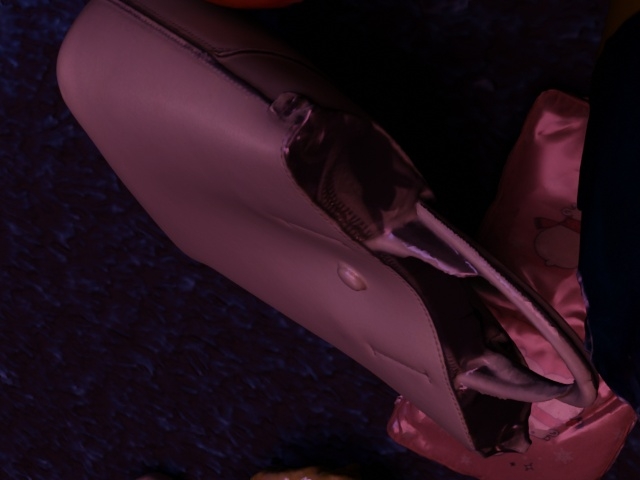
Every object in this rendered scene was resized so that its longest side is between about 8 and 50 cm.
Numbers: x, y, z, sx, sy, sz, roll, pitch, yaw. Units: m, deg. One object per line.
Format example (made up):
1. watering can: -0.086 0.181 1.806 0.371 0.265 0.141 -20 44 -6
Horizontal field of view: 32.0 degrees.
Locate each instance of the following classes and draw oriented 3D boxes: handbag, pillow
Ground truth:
1. handbag: 0.000 0.000 0.523 0.109 0.315 0.241 -40 133 -5
2. pillow: 0.139 0.042 0.647 0.135 0.049 0.248 24 118 8

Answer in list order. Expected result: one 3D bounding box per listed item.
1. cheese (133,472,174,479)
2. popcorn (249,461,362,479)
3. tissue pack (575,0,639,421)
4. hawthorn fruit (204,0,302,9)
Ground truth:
1. cheese: -0.104 0.267 0.856 0.043 0.065 0.194 20 137 64
2. popcorn: -0.012 0.213 0.755 0.145 0.126 0.126 -28 92 12
3. tissue pack: 0.251 -0.147 0.362 0.253 0.264 0.417 13 121 4
4. hawthorn fruit: -0.010 -0.253 0.437 0.277 0.277 0.298 -19 98 29
